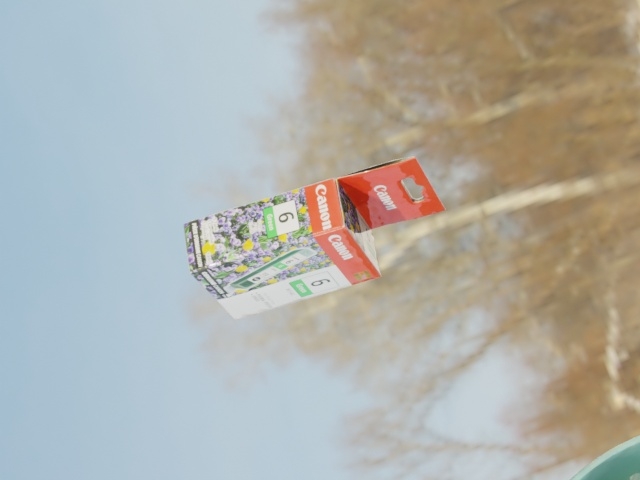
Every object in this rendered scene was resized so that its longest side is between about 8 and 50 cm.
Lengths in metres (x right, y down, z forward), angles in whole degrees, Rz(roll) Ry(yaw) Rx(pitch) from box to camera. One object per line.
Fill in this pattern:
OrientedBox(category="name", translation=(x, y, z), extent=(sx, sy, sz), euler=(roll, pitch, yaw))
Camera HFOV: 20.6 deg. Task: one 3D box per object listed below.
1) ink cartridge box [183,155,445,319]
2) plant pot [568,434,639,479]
OrientedBox(category="ink cartridge box", translation=(0.000, 0.000, 0.831), extent=(0.063, 0.115, 0.029), euler=(52, -156, -60))
OrientedBox(category="plant pot", translation=(0.249, 0.290, 1.086), extent=(0.235, 0.293, 0.293), euler=(87, 168, -61))
